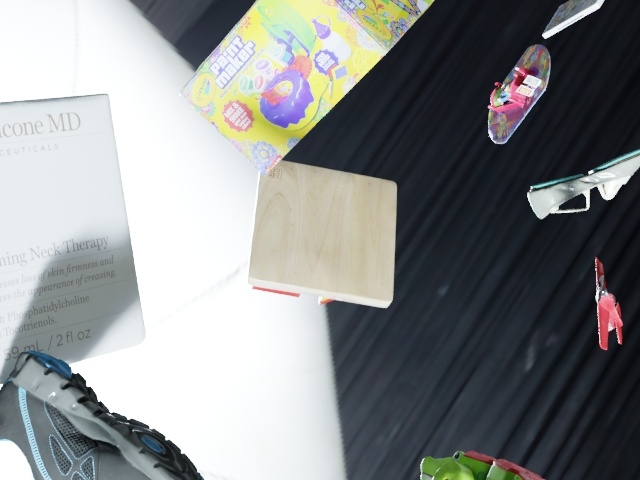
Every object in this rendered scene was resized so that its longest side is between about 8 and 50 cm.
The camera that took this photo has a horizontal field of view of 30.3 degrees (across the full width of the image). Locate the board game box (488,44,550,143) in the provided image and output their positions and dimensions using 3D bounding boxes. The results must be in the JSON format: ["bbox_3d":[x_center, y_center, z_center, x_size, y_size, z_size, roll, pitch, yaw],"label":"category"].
[{"bbox_3d":[0.300,-0.239,1.871,0.033,0.169,0.133,21,-144,-19],"label":"board game box"}]

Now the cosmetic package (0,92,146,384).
[{"bbox_3d":[-0.514,-0.001,1.787,0.327,0.394,0.329,-4,-174,38],"label":"cosmetic package"}]

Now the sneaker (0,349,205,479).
[{"bbox_3d":[-0.287,0.289,1.543,0.341,0.140,0.125,34,180,18],"label":"sneaker"}]

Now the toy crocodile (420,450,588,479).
[{"bbox_3d":[0.238,0.326,1.516,0.115,0.105,0.340,29,171,-21],"label":"toy crocodile"}]

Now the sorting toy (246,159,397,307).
[{"bbox_3d":[0.000,0.000,2.127,0.255,0.257,0.089,10,147,-9],"label":"sorting toy"}]

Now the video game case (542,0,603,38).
[{"bbox_3d":[0.424,-0.383,1.938,0.011,0.087,0.122,45,144,-15],"label":"video game case"}]

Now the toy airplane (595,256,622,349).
[{"bbox_3d":[0.432,0.105,1.770,0.028,0.151,0.151,-7,150,19],"label":"toy airplane"}]

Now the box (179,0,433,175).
[{"bbox_3d":[-0.008,-0.293,1.696,0.177,0.279,0.290,44,129,-5],"label":"box"}]

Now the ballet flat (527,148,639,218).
[{"bbox_3d":[0.456,-0.091,1.986,0.072,0.213,0.068,-26,-83,-87],"label":"ballet flat"}]
